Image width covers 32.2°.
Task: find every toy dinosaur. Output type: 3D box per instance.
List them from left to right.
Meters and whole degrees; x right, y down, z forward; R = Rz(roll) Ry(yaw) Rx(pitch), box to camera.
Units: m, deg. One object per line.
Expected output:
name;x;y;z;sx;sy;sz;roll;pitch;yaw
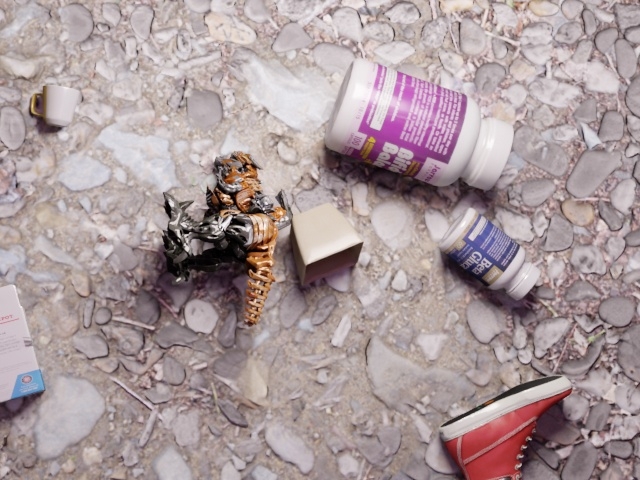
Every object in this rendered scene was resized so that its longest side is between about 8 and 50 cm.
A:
toy dinosaur;-0.146;-0.015;1.827;0.219;0.322;0.164;-5;126;-13

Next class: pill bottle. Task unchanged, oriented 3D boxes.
pill bottle;0.172;-0.191;1.924;0.302;0.169;0.169;18;78;-6
pill bottle;0.300;0.028;1.948;0.169;0.094;0.094;38;77;-2

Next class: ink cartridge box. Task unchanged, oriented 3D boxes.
ink cartridge box;-0.520;0.172;1.802;0.104;0.060;0.180;-15;84;-11

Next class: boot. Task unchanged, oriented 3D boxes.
boot;0.348;0.349;1.913;0.244;0.088;0.176;-26;87;-5

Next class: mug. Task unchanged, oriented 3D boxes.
mug;-0.449;-0.227;1.888;0.062;0.078;0.064;8;88;-41

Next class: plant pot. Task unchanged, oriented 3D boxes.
plant pot;0.000;0.000;1.902;0.109;0.109;0.096;-23;72;-13
